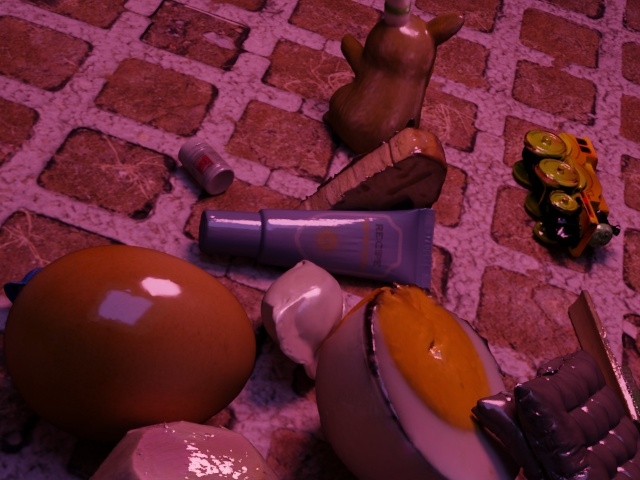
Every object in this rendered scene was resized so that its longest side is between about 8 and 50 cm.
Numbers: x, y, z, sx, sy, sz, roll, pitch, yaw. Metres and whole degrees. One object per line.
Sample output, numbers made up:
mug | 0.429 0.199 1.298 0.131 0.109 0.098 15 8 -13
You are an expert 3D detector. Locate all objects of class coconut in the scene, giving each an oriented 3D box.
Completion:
coconut | -0.168 0.314 1.292 0.230 0.227 0.227 15 39 -20

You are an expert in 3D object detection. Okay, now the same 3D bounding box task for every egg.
egg | 0.107 0.228 1.506 0.337 0.201 0.337 35 34 -28
egg | -0.238 0.133 1.446 0.322 0.250 0.250 10 39 -24

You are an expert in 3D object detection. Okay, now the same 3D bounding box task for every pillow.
pillow | 0.348 0.268 1.527 0.228 0.101 0.326 59 29 10

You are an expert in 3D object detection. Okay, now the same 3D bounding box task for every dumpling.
dumpling | -0.014 0.116 1.666 0.151 0.124 0.229 55 29 -16

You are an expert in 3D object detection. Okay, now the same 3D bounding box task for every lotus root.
lotus root | 0.102 -0.077 1.881 0.170 0.261 0.074 32 29 -38

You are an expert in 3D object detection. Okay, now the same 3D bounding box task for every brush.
brush | 0.458 0.194 1.799 0.048 0.054 0.282 12 39 -22

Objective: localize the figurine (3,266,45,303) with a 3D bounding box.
figurine | -0.389 0.102 1.562 0.086 0.087 0.149 39 25 -39

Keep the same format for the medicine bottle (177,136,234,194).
medicine bottle | -0.193 -0.125 1.908 0.058 0.058 0.091 -20 53 -37

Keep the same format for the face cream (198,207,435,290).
face cream | 0.000 0.000 1.812 0.385 0.086 0.135 5 85 -15

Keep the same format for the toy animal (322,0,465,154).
toy animal | 0.138 -0.328 2.058 0.181 0.363 0.180 12 25 -14

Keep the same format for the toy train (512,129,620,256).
toy train | 0.454 -0.092 2.087 0.161 0.100 0.296 9 41 -14
